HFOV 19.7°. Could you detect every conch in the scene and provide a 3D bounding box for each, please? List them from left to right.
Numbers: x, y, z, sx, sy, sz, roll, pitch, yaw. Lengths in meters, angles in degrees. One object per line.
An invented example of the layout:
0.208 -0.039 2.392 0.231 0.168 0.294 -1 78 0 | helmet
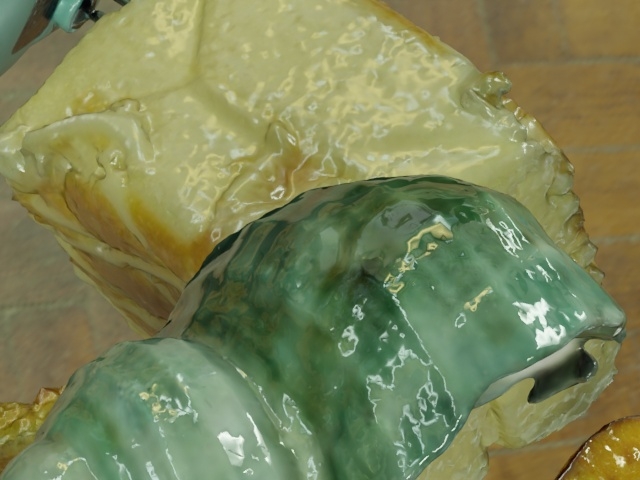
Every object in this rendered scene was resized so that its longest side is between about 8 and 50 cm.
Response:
-0.014 0.082 0.781 0.277 0.220 0.195 -15 96 -13 | conch

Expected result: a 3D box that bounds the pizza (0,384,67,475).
-0.106 0.168 1.289 0.258 0.268 0.087 51 34 -43 | pizza

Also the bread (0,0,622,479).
0.000 0.000 1.436 0.390 0.371 0.279 34 74 33 | bread

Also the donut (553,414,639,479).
0.231 0.204 1.351 0.152 0.058 0.151 1 79 -7 | donut

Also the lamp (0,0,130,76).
-0.301 -0.245 1.764 0.284 0.209 0.147 -14 57 -49 | lamp
